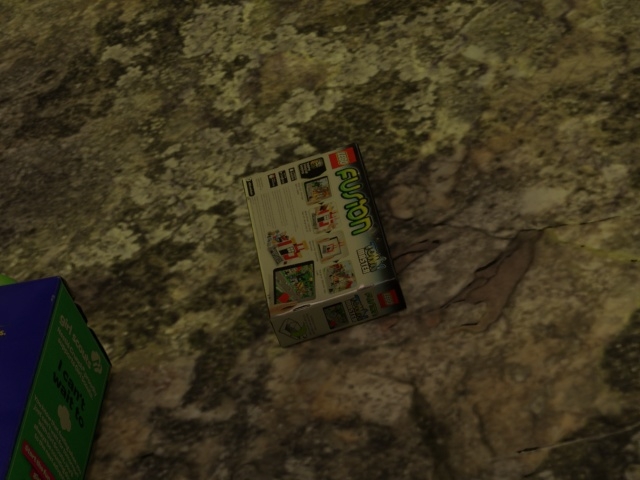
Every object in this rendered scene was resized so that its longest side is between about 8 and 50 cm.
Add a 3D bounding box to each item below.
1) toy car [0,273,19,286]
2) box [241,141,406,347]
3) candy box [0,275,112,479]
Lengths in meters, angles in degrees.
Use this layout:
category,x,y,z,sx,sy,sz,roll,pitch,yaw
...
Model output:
category,x,y,z,sx,sy,sz,roll,pitch,yaw
toy car,-0.373,0.040,1.715,0.225,0.053,0.239,5,44,29
box,0.000,0.000,1.615,0.114,0.036,0.207,-17,38,3
candy box,-0.332,0.188,1.463,0.268,0.122,0.317,-10,40,14
